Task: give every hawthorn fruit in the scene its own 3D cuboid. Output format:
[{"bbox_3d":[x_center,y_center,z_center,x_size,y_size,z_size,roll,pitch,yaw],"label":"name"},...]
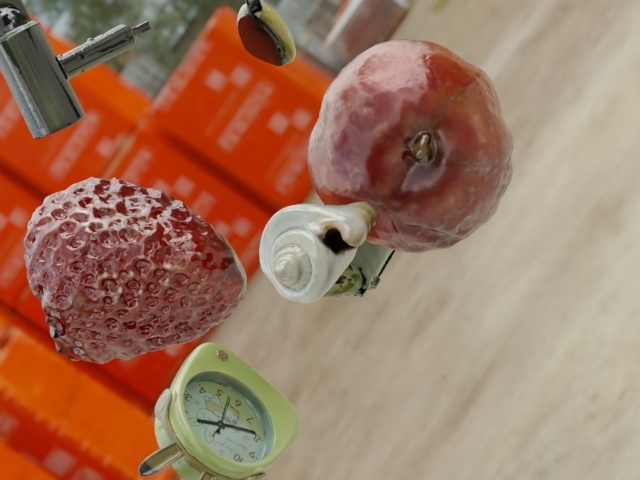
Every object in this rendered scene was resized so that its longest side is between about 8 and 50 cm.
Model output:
[{"bbox_3d":[0.105,-0.103,1.886,0.242,0.242,0.272,-56,1,-1],"label":"hawthorn fruit"}]

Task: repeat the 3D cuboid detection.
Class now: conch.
[{"bbox_3d":[0.009,0.006,1.716,0.176,0.094,0.104,-9,-53,-48],"label":"conch"}]

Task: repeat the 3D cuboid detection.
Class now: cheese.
[{"bbox_3d":[-0.085,-0.303,2.323,0.036,0.086,0.162,-54,-30,-21],"label":"cheese"}]

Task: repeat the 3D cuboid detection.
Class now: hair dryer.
[{"bbox_3d":[-0.336,-0.274,2.360,0.078,0.195,0.248,-11,17,49],"label":"hair dryer"}]

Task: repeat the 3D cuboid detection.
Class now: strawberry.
[{"bbox_3d":[-0.277,0.035,2.555,0.310,0.292,0.292,-21,7,1],"label":"strawberry"}]

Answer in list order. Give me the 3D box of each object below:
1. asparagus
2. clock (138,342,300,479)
[{"bbox_3d":[0.083,-0.054,2.356,0.382,0.128,0.108,-52,-2,-46],"label":"asparagus"},{"bbox_3d":[-0.133,0.238,2.110,0.069,0.170,0.232,-46,3,35],"label":"clock"}]
